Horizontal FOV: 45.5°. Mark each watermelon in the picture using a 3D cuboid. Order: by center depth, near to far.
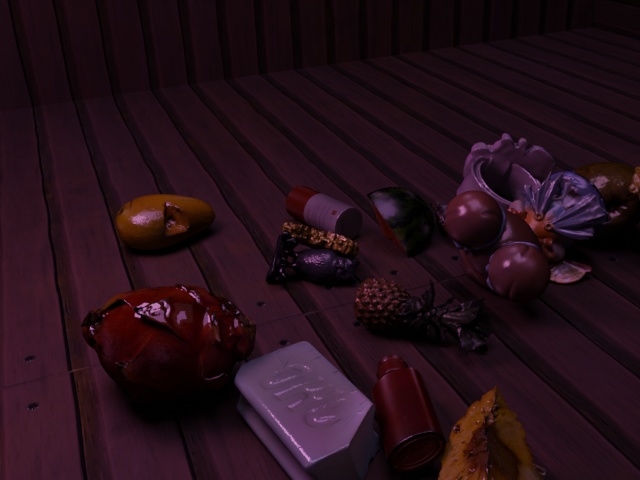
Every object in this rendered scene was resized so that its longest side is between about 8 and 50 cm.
[{"bbox_3d":[0.214,-0.047,1.927,0.193,0.137,0.145,10,19,-25],"label":"watermelon"}]

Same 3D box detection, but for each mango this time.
[{"bbox_3d":[-0.407,-0.053,2.003,0.262,0.129,0.167,-17,33,-35],"label":"mango"}]

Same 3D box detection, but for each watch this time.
[{"bbox_3d":[0.495,-0.143,1.992,0.244,0.196,0.231,15,43,-9],"label":"watch"}]

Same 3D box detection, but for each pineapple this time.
[{"bbox_3d":[0.265,0.370,1.166,0.164,0.140,0.249,32,39,-20],"label":"pineapple"},{"bbox_3d":[0.206,0.155,1.549,0.278,0.119,0.130,9,59,28],"label":"pineapple"}]

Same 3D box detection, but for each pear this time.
[{"bbox_3d":[0.709,-0.100,1.906,0.229,0.188,0.211,-3,22,6],"label":"pear"}]

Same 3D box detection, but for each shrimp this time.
[{"bbox_3d":[0.335,-0.057,1.997,0.090,0.079,0.233,25,13,-27],"label":"shrimp"}]

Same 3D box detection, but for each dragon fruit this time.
[{"bbox_3d":[-0.285,0.189,1.415,0.315,0.250,0.250,10,25,-14],"label":"dragon fruit"}]

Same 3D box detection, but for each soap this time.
[{"bbox_3d":[-0.019,0.299,1.310,0.173,0.095,0.289,-18,31,-25],"label":"soap"}]

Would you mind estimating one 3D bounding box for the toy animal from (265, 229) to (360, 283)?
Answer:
[{"bbox_3d":[-0.015,0.068,1.806,0.210,0.121,0.117,16,-16,2],"label":"toy animal"}]

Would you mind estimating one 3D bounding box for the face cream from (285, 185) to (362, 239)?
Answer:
[{"bbox_3d":[0.006,-0.074,2.032,0.096,0.095,0.214,-22,33,-33],"label":"face cream"}]

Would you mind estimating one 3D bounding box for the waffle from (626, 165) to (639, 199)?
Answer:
[{"bbox_3d":[0.835,-0.061,1.790,0.282,0.058,0.300,21,48,-25],"label":"waffle"}]

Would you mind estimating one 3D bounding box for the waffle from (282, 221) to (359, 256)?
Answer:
[{"bbox_3d":[0.002,-0.003,1.855,0.194,0.051,0.149,18,-9,0],"label":"waffle"}]

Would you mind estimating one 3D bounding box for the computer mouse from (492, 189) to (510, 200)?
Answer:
[{"bbox_3d":[0.522,-0.159,2.170,0.217,0.073,0.122,-8,28,-7],"label":"computer mouse"}]

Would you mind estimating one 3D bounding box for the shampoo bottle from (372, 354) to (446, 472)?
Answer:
[{"bbox_3d":[0.144,0.289,1.323,0.102,0.064,0.260,-32,20,9],"label":"shampoo bottle"}]

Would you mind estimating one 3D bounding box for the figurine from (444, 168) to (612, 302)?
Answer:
[{"bbox_3d":[0.472,-0.012,1.723,0.388,0.248,0.276,-27,65,-24],"label":"figurine"}]
